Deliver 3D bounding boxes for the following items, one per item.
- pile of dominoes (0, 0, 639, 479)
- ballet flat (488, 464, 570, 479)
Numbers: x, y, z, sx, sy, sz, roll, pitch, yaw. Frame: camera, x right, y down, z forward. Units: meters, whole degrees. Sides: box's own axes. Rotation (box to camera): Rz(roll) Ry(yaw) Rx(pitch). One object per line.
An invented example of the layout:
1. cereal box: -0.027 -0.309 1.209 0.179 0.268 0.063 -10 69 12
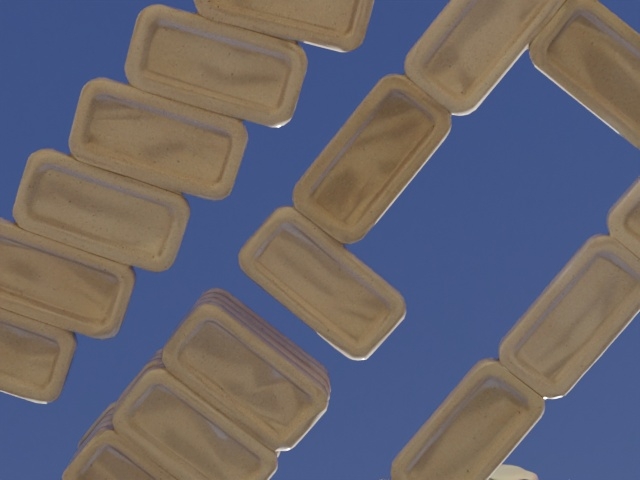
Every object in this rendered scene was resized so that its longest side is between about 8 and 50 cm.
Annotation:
1. pile of dominoes: 0.000 0.000 0.552 0.196 0.040 0.251 39 -79 -7
2. ballet flat: 0.133 0.157 0.934 0.114 0.041 0.041 17 -110 17
